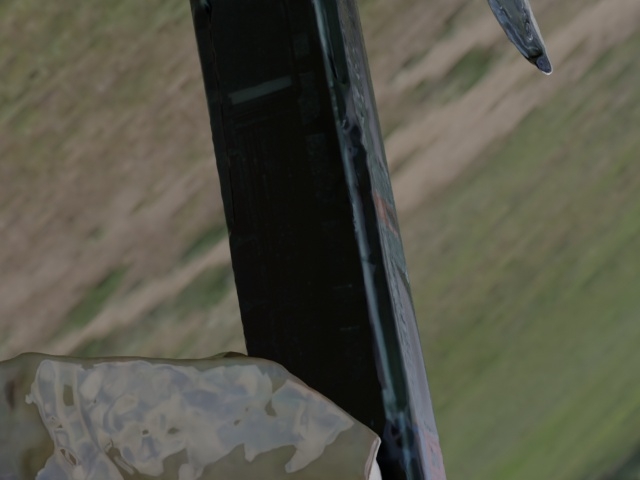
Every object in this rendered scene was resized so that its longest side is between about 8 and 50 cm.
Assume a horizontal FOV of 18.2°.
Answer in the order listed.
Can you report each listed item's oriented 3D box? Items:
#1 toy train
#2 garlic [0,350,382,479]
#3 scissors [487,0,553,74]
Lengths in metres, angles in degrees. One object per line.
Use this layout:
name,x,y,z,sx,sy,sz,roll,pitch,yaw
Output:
toy train,0.000,0.000,1.080,0.086,0.409,0.089,-15,163,14
garlic,-0.123,0.119,0.783,0.279,0.132,0.325,10,161,-23
scissors,0.016,-0.186,0.750,0.109,0.300,0.022,-12,-154,43
